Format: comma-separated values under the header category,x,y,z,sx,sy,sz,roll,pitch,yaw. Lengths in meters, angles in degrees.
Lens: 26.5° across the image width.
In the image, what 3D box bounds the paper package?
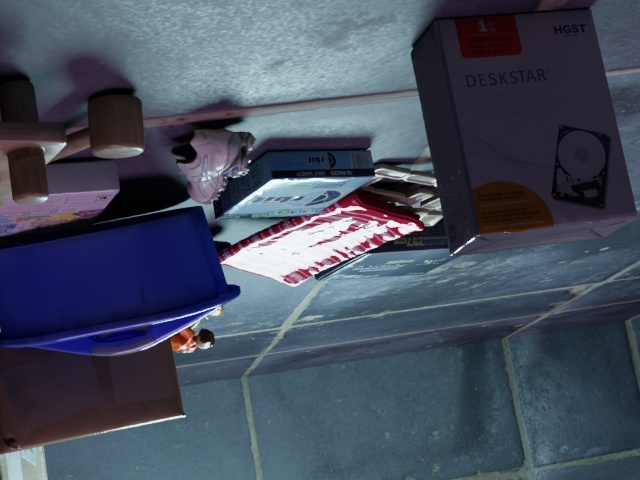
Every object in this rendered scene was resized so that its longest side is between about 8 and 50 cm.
category,x,y,z,sx,sy,sz,roll,pitch,yaw
paper package,-0.423,0.230,2.077,0.325,0.168,0.309,-7,173,-44

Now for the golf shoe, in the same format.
category,x,y,z,sx,sy,sz,roll,pitch,yaw
golf shoe,-0.144,-0.098,1.649,0.086,0.069,0.176,16,156,-18

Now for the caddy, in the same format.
category,x,y,z,sx,sy,sz,roll,pitch,yaw
caddy,-0.282,0.068,1.845,0.341,0.179,0.241,-11,-174,4

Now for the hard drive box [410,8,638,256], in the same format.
category,x,y,z,sx,sy,sz,roll,pitch,yaw
hard drive box,0.209,-0.113,1.418,0.181,0.232,0.089,-7,167,-15

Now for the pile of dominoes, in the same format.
category,x,y,z,sx,sy,sz,roll,pitch,yaw
pile of dominoes,0.130,-0.078,2.028,0.251,0.040,0.196,9,160,-34

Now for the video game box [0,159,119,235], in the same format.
category,x,y,z,sx,sy,sz,roll,pitch,yaw
video game box,-0.369,-0.049,1.686,0.205,0.048,0.187,-5,165,-23

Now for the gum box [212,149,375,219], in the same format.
category,x,y,z,sx,sy,sz,roll,pitch,yaw
gum box,-0.039,-0.075,1.843,0.157,0.041,0.184,-3,165,-29

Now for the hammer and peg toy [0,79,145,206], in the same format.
category,x,y,z,sx,sy,sz,roll,pitch,yaw
hammer and peg toy,-0.373,-0.067,1.407,0.361,0.127,0.266,-2,165,-33

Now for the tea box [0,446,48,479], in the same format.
category,x,y,z,sx,sy,sz,roll,pitch,yaw
tea box,-0.702,0.334,2.498,0.324,0.329,0.220,-13,167,8

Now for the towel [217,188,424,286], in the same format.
category,x,y,z,sx,sy,sz,roll,pitch,yaw
towel,0.000,0.000,2.071,0.275,0.031,0.199,-25,154,30

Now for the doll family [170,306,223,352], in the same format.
category,x,y,z,sx,sy,sz,roll,pitch,yaw
doll family,-0.249,0.101,2.375,0.163,0.118,0.263,-4,150,1

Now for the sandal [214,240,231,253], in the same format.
category,x,y,z,sx,sy,sz,roll,pitch,yaw
sandal,-0.348,0.082,2.151,0.446,0.107,0.167,-11,167,6

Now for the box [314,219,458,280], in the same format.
category,x,y,z,sx,sy,sz,roll,pitch,yaw
box,0.127,0.017,2.346,0.233,0.059,0.183,-3,165,-30
